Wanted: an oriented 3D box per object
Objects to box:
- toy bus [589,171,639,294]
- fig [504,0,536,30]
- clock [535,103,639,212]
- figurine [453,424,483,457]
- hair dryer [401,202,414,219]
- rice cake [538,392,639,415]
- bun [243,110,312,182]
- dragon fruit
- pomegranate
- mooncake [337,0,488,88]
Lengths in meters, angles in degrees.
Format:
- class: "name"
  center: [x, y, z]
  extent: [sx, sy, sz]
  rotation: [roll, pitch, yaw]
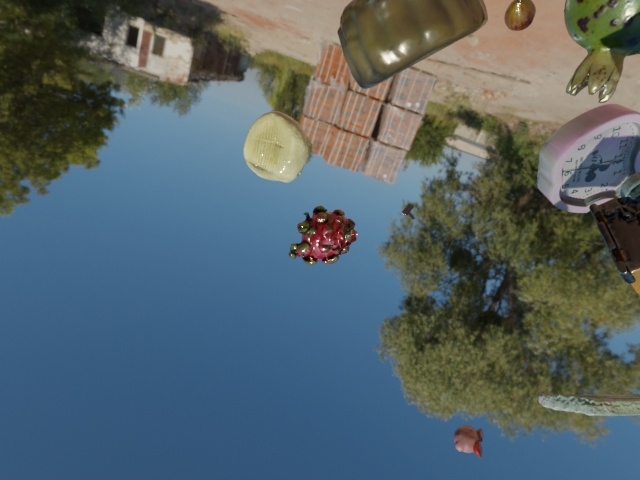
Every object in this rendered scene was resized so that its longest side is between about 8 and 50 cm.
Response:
- class: "toy bus"
  center: [0.550, -0.025, 0.496]
  extent: [0.194, 0.324, 0.161]
  rotation: [43, -142, -22]
- class: "fig"
  center: [0.579, -0.675, 1.194]
  extent: [0.089, 0.088, 0.125]
  rotation: [32, -171, 31]
- class: "clock"
  center: [0.853, -0.246, 1.273]
  extent: [0.339, 0.338, 0.102]
  rotation: [13, -146, -17]
- class: "figurine"
  center: [0.396, 0.532, 1.103]
  extent: [0.071, 0.066, 0.083]
  rotation: [-12, -170, 33]
- class: "hair dryer"
  center: [0.344, -0.103, 1.565]
  extent: [0.026, 0.047, 0.083]
  rotation: [39, 180, 44]
- class: "rice cake"
  center: [0.607, 0.345, 0.868]
  extent: [0.198, 0.037, 0.189]
  rotation: [2, 163, -10]
- class: "bun"
  center: [-0.126, -0.288, 1.292]
  extent: [0.230, 0.229, 0.145]
  rotation: [30, -159, 28]
- class: "dragon fruit"
  center: [0.005, 0.002, 1.493]
  extent: [0.219, 0.272, 0.198]
  rotation: [17, -156, -33]
- class: "pomegranate"
  center: [0.628, -0.476, 0.881]
  extent: [0.242, 0.306, 0.242]
  rotation: [38, -173, -5]
- class: "mooncake"
  center: [0.175, -0.442, 0.837]
  extent: [0.161, 0.291, 0.290]
  rotation: [62, -165, -13]
